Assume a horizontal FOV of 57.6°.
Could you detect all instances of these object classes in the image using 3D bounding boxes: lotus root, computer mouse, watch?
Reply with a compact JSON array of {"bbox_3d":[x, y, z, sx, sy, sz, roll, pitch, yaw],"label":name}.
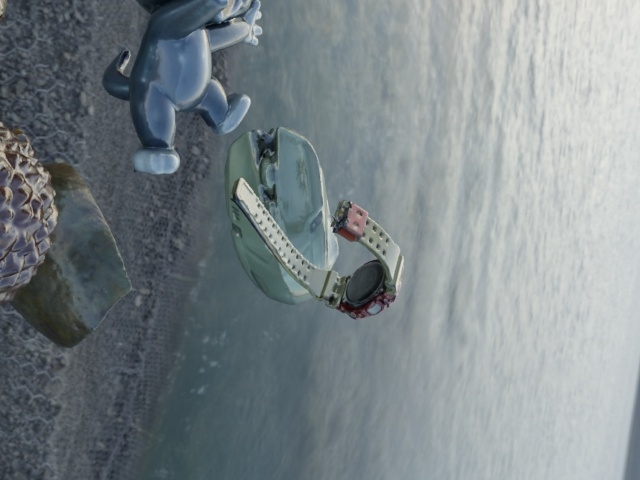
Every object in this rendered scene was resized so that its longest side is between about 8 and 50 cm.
[{"bbox_3d":[-0.450,0.013,0.980,0.210,0.142,0.314,-36,90,-25],"label":"lotus root"},{"bbox_3d":[-0.087,-0.032,1.288,0.145,0.228,0.429,-77,160,-67],"label":"computer mouse"},{"bbox_3d":[0.008,0.003,0.825,0.268,0.164,0.102,52,41,-33],"label":"watch"}]

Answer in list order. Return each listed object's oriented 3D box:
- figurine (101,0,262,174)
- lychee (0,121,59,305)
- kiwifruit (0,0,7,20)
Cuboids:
[{"bbox_3d":[-0.117,-0.193,0.499,0.265,0.140,0.193,-67,171,12],"label":"figurine"},{"bbox_3d":[-0.357,-0.022,0.478,0.271,0.236,0.236,-41,131,-47],"label":"lychee"},{"bbox_3d":[-0.354,-0.238,0.530,0.124,0.075,0.075,17,82,-32],"label":"kiwifruit"}]
